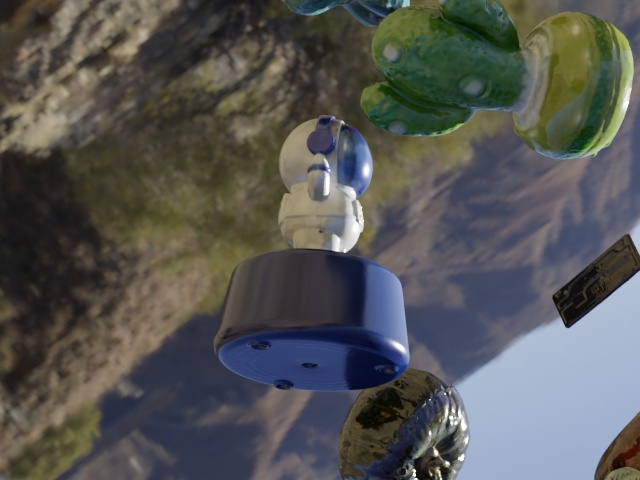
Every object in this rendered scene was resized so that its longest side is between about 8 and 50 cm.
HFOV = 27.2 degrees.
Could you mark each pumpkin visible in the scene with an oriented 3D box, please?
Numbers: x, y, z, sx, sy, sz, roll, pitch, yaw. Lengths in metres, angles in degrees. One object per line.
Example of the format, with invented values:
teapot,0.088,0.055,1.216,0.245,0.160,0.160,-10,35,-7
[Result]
pumpkin,0.130,0.306,1.984,0.238,0.159,0.238,-33,137,-38

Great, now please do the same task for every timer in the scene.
timer,0.000,0.000,1.881,0.270,0.383,0.270,4,158,2

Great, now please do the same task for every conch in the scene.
conch,0.026,-0.401,2.002,0.196,0.134,0.202,8,-175,39

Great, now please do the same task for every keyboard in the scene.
keyboard,0.351,0.053,1.679,0.010,0.053,0.155,2,147,-35

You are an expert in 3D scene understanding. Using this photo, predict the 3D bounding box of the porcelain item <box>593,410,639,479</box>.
porcelain item,0.540,0.362,1.970,0.253,0.253,0.253,-36,179,-1

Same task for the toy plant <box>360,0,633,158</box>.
toy plant,0.214,-0.212,1.651,0.184,0.316,0.224,-99,-159,-46
